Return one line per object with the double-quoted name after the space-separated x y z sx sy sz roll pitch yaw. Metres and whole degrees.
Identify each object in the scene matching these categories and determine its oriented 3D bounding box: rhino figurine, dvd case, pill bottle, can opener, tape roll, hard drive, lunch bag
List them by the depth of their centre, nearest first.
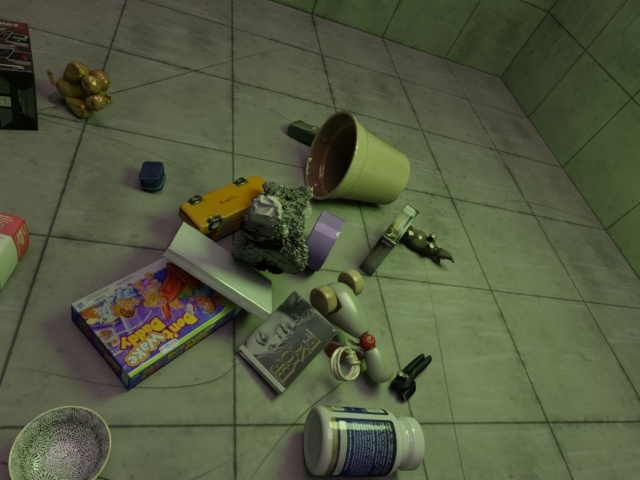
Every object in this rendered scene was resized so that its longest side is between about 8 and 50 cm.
0.104 0.483 1.083 0.265 0.153 0.153 11 47 -18 "pill bottle"
-0.086 0.264 1.184 0.165 0.018 0.221 41 79 18 "dvd case"
-0.265 0.079 1.216 0.308 0.040 0.203 36 13 -18 "hard drive"
0.270 0.390 1.333 0.059 0.073 0.186 8 28 36 "can opener"
-0.534 -0.204 1.434 0.067 0.065 0.098 3 49 -4 "lunch bag"
0.000 0.000 1.437 0.080 0.189 0.189 28 44 -1 "tape roll"
0.402 0.014 1.696 0.243 0.106 0.073 33 70 3 "rhino figurine"

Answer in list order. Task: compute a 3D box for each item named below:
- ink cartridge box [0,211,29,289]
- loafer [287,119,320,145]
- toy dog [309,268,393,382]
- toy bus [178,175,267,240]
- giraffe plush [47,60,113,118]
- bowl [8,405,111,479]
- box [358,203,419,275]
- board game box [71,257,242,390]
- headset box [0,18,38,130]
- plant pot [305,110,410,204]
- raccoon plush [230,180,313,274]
-0.832 0.056 1.009 0.208 0.117 0.282 16 46 -14 "ink cartridge box"
-0.011 -0.443 1.894 0.251 0.094 0.087 27 48 -3 "loafer"
0.073 0.255 1.307 0.220 0.161 0.333 2 65 -29 "toy dog"
-0.285 -0.101 1.422 0.108 0.130 0.333 45 46 14 "toy bus"
-0.795 -0.525 1.545 0.211 0.181 0.170 2 28 21 "giraffe plush"
-0.503 0.421 0.879 0.170 0.080 0.170 14 47 -16 "bowl"
0.240 -0.004 1.569 0.056 0.183 0.231 38 45 7 "box"
-0.401 0.177 1.151 0.233 0.078 0.347 44 46 14 "board game box"
-0.952 -0.520 1.392 0.110 0.218 0.293 -6 54 -33 "headset box"
0.157 -0.278 1.704 0.306 0.334 0.333 14 45 -31 "plant pot"
-0.091 -0.094 1.232 0.216 0.446 0.298 19 66 -12 "raccoon plush"
